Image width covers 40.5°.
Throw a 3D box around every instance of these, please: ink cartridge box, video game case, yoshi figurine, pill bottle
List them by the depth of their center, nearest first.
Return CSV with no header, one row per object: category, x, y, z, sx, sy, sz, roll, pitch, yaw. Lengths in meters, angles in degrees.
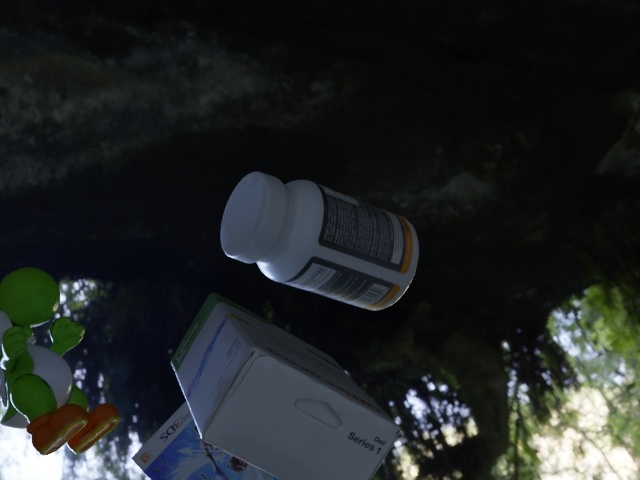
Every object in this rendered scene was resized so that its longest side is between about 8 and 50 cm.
ink cartridge box,-0.054,0.184,1.048,0.201,0.278,0.117,31,-90,-19
pill bottle,0.000,0.000,1.321,0.278,0.162,0.162,20,-58,-31
yoshi figurine,-0.487,0.184,1.514,0.203,0.362,0.203,-25,-27,-38
video game case,-0.178,0.416,1.641,0.244,0.269,0.061,-46,-17,-10
